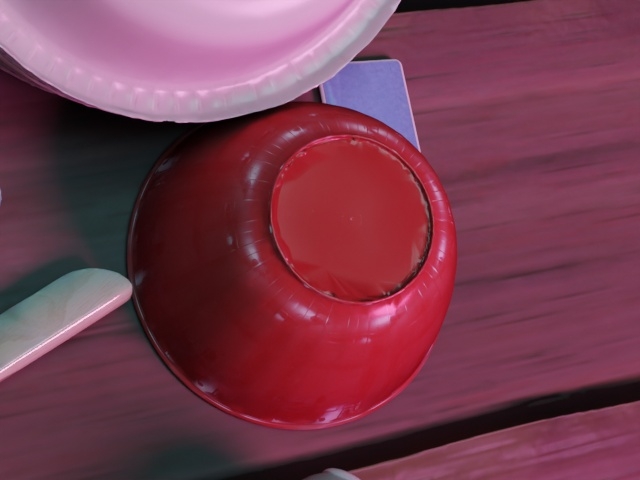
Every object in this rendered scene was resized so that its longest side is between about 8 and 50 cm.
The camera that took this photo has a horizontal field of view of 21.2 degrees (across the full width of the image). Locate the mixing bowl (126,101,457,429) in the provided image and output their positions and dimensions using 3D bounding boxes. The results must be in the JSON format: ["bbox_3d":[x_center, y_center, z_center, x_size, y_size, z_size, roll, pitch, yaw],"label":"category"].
[{"bbox_3d":[0.000,0.000,0.876,0.181,0.098,0.181,6,73,-19],"label":"mixing bowl"}]

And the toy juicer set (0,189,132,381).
[{"bbox_3d":[-0.263,-0.005,0.779,0.329,0.089,0.209,38,64,-8],"label":"toy juicer set"}]

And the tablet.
[{"bbox_3d":[0.029,-0.062,0.963,0.054,0.006,0.083,-6,76,-23],"label":"tablet"}]

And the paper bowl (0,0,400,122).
[{"bbox_3d":[-0.066,-0.198,0.828,0.284,0.148,0.284,-7,105,-25],"label":"paper bowl"}]

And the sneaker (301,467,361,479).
[{"bbox_3d":[-0.053,0.224,0.785,0.115,0.105,0.281,30,66,-12],"label":"sneaker"}]
